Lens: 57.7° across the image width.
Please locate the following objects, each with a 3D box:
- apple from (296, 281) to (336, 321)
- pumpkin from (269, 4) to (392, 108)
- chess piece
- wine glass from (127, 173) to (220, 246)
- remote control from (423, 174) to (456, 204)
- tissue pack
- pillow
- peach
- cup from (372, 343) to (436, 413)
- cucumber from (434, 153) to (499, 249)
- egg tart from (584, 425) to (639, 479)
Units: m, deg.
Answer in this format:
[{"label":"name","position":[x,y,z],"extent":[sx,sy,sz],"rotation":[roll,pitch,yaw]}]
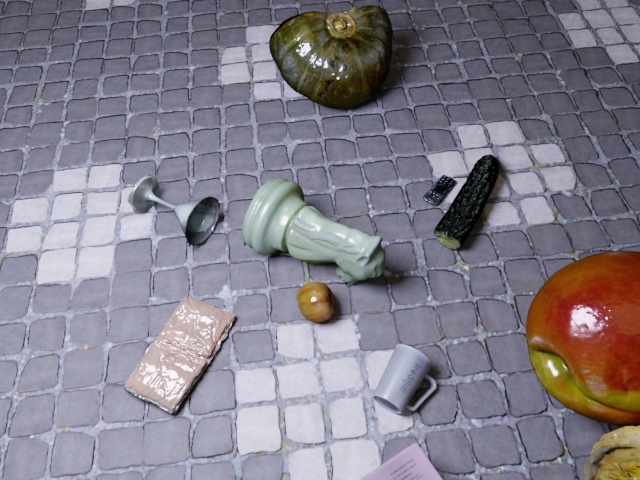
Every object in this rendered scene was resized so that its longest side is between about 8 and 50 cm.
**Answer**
[{"label":"apple","position":[-0.009,0.125,1.168],"extent":[0.071,0.084,0.083],"rotation":[-24,54,17]},{"label":"pumpkin","position":[0.041,-0.450,1.508],"extent":[0.325,0.242,0.232],"rotation":[-11,85,-11]},{"label":"chess piece","position":[0.000,0.000,1.194],"extent":[0.298,0.175,0.175],"rotation":[27,61,20]},{"label":"wine glass","position":[-0.328,-0.076,1.294],"extent":[0.183,0.122,0.122],"rotation":[25,60,20]},{"label":"remote control","position":[0.279,-0.117,1.362],"extent":[0.039,0.014,0.096],"rotation":[32,61,21]},{"label":"tissue pack","position":[0.093,0.456,0.927],"extent":[0.247,0.092,0.148],"rotation":[-27,60,-16]},{"label":"pillow","position":[-0.272,0.215,1.137],"extent":[0.126,0.043,0.232],"rotation":[24,57,11]},{"label":"peach","position":[0.526,0.158,1.005],"extent":[0.333,0.307,0.307],"rotation":[-18,56,-23]},{"label":"cup","position":[0.162,0.264,1.079],"extent":[0.104,0.074,0.116],"rotation":[38,65,-8]},{"label":"cucumber","position":[0.343,-0.101,1.315],"extent":[0.072,0.072,0.300],"rotation":[25,60,18]},{"label":"egg tart","position":[0.523,0.412,0.853],"extent":[0.107,0.290,0.290],"rotation":[1,53,-22]}]
